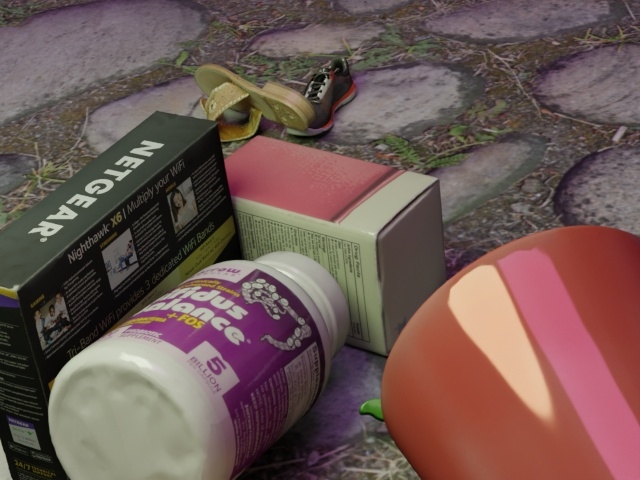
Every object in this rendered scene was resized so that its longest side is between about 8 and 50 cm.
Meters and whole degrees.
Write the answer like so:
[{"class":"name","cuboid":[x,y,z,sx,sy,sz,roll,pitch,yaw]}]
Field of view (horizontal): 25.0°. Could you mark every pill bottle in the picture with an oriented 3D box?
[{"class":"pill bottle","cuboid":[-0.093,0.116,1.297,0.169,0.169,0.301,9,23,25]}]

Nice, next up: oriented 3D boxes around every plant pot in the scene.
[{"class":"plant pot","cuboid":[0.209,0.167,1.110,0.275,0.275,0.243,-15,44,-11]}]

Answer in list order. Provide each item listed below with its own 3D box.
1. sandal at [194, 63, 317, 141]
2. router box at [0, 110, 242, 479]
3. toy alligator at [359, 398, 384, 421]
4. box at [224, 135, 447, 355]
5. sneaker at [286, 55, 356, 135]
[{"class":"sandal","cuboid":[-0.109,-0.162,1.833,0.240,0.088,0.079,18,64,48]},{"class":"router box","cuboid":[-0.192,0.056,1.366,0.081,0.243,0.309,13,37,29]},{"class":"toy alligator","cuboid":[0.132,0.157,1.320,0.189,0.056,0.051,-9,75,-4]},{"class":"box","cuboid":[0.000,0.000,1.495,0.232,0.149,0.127,16,39,31]},{"class":"sneaker","cuboid":[-0.005,-0.190,1.868,0.061,0.065,0.158,7,35,22]}]
